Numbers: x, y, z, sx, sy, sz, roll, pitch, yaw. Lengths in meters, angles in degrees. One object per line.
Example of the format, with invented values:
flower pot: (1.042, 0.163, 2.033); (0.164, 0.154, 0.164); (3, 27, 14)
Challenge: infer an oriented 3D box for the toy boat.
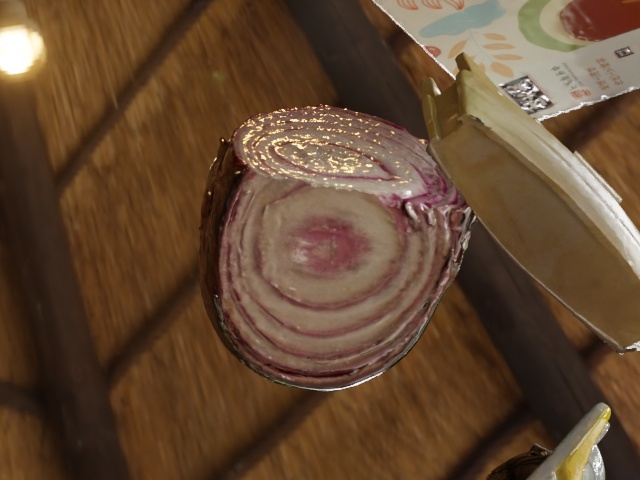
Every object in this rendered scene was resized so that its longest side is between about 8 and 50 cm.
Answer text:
toy boat: (0.134, -0.019, 0.849); (0.064, 0.072, 0.206); (-36, -78, 31)

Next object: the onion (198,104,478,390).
onion: (-0.002, 0.005, 1.268); (0.216, 0.206, 0.207); (15, -69, -9)

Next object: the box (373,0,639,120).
box: (0.236, -0.265, 1.284); (0.344, 0.122, 0.385); (-19, -26, 23)

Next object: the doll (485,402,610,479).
doll: (0.185, 0.284, 1.479); (0.316, 0.103, 0.145); (-41, -44, -21)
